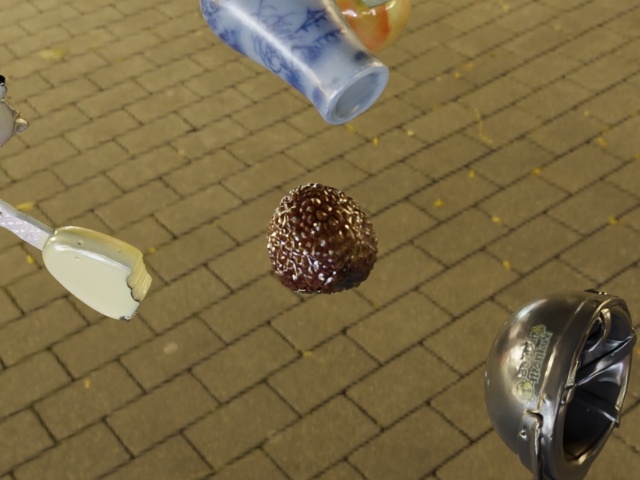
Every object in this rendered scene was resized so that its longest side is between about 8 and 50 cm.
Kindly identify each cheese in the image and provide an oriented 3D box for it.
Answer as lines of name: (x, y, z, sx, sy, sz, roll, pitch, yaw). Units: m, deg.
cheese: (-0.336, 0.011, 1.306, 0.255, 0.127, 0.050, 32, 46, -10)

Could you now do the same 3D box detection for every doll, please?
doll: (-0.607, -0.198, 1.757, 0.095, 0.149, 0.192, 37, 75, 28)

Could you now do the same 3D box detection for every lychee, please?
lychee: (0.000, 0.000, 1.548, 0.188, 0.188, 0.188, -4, 38, 3)

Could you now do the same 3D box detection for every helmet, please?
helmet: (0.303, 0.189, 1.338, 0.160, 0.230, 0.278, 21, 84, 37)

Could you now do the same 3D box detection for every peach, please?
peach: (0.074, -0.421, 1.813, 0.184, 0.184, 0.184, -4, 38, 3)

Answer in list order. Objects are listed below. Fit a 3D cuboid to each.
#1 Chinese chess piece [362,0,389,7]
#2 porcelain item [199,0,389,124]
Chinese chess piece: (0.024, -0.523, 1.524, 0.146, 0.349, 0.349, -38, 39, 11)
porcelain item: (-0.036, -0.246, 1.112, 0.141, 0.141, 0.259, -31, 67, -28)
